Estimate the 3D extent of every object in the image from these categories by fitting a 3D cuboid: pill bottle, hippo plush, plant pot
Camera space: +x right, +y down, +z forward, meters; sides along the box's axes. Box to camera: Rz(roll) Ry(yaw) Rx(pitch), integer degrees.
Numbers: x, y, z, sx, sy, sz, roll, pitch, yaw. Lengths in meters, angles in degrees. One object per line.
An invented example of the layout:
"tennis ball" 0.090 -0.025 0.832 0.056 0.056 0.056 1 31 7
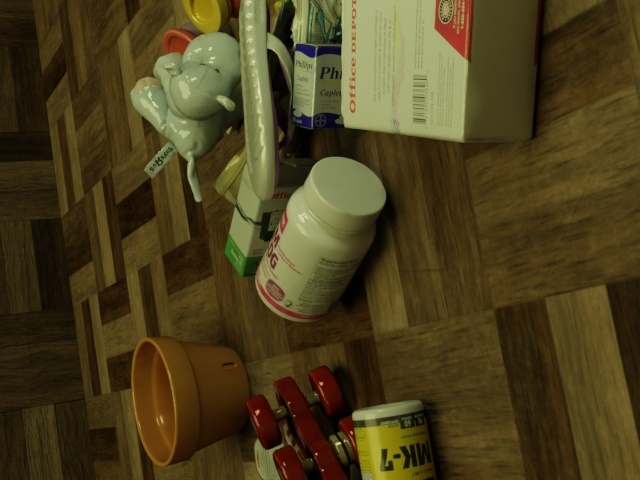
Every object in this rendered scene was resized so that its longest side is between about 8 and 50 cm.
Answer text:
"pill bottle" 0.125 0.368 1.499 0.119 0.119 0.209 -22 76 59
"hippo plush" -0.255 -0.285 1.777 0.294 0.234 0.236 -61 -4 -22
"pill bottle" 0.000 0.000 1.617 0.160 0.160 0.283 64 144 32
"plant pot" -0.293 0.353 2.144 0.291 0.203 0.291 17 110 58

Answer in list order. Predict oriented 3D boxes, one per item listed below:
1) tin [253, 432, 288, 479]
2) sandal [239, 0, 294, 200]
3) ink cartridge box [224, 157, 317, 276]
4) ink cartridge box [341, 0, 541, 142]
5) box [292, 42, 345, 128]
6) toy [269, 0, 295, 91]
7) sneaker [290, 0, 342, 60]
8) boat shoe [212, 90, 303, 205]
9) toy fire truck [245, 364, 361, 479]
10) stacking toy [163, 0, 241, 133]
"tin" -0.090 0.462 1.977 0.189 0.040 0.106 -18 75 60
"sandal" -0.081 -0.273 1.623 0.169 0.102 0.417 116 150 -70
"ink cartridge box" -0.081 -0.044 1.760 0.087 0.153 0.208 53 138 42
"ink cartridge box" 0.161 -0.263 1.323 0.306 0.131 0.226 22 114 59
"box" 0.026 -0.259 1.564 0.072 0.126 0.137 25 117 57
"toy" -0.076 -0.354 1.784 0.137 0.056 0.237 -120 39 -79
"sneaker" 0.012 -0.379 1.588 0.110 0.122 0.283 -75 -20 -53
"boat shoe" -0.083 -0.181 1.804 0.110 0.121 0.341 43 133 1
"toy fire truck" -0.007 0.400 1.727 0.302 0.169 0.254 55 163 42
"stacking toy" -0.189 -0.407 1.992 0.280 0.130 0.309 53 148 2
